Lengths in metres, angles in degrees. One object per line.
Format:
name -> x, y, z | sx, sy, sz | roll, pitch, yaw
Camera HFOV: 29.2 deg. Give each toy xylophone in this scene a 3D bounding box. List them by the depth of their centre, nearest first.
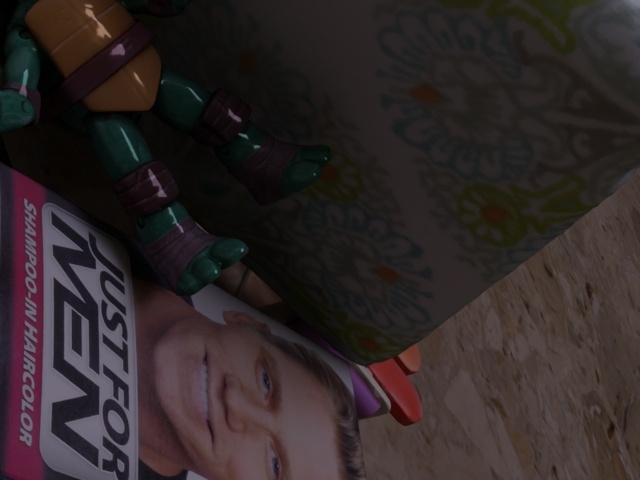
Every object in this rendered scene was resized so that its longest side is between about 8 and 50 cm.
toy xylophone -> 0.000, 0.000, 0.994 | 0.236, 0.081, 0.322 | 49, 30, -28

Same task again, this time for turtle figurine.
turtle figurine -> -0.107, -0.094, 0.623 | 0.234, 0.175, 0.118 | 50, -10, -17

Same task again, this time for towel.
towel -> 0.003, -0.103, 0.709 | 0.320, 0.374, 0.090 | 41, 55, -2

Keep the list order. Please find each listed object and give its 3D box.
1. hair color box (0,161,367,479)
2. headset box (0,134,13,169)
hair color box -> -0.108, 0.100, 0.676 | 0.347, 0.105, 0.174 | 34, 38, -46
headset box -> -0.209, -0.045, 0.702 | 0.062, 0.032, 0.083 | -3, 69, -63
